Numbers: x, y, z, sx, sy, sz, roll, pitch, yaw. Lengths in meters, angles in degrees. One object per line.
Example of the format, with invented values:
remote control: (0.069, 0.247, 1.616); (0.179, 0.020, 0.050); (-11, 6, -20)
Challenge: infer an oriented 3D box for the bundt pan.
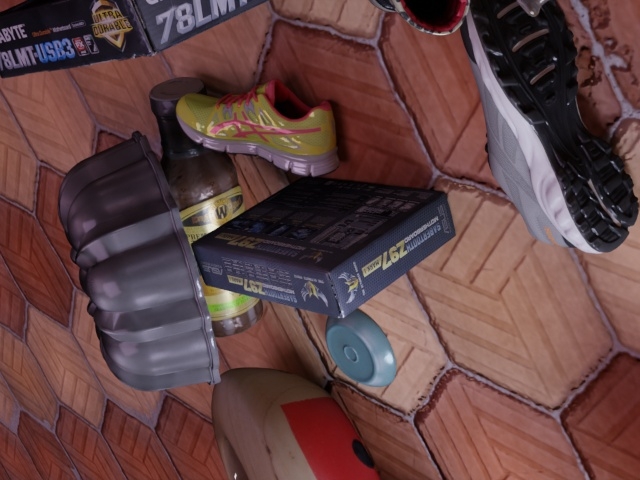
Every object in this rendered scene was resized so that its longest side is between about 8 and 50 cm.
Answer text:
bundt pan: (-0.233, 0.039, 1.332); (0.331, 0.124, 0.330); (163, 90, -77)

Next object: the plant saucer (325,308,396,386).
plant saucer: (0.045, 0.139, 1.377); (0.119, 0.021, 0.119); (31, 137, 33)

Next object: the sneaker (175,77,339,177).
sneaker: (-0.069, -0.145, 1.237); (0.209, 0.081, 0.094); (16, 123, 18)

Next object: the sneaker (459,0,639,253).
sneaker: (0.176, -0.109, 0.955); (0.108, 0.100, 0.271); (-4, 114, 58)

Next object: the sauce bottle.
sauce bottle: (-0.152, -0.038, 1.399); (0.111, 0.111, 0.344); (21, 133, 41)

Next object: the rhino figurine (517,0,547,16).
rhino figurine: (0.138, -0.305, 0.857); (0.106, 0.073, 0.243); (-35, 87, 27)

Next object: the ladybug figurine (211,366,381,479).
ladybug figurine: (-0.003, 0.361, 1.423); (0.305, 0.162, 0.449); (110, 138, -65)

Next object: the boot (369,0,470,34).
boot: (0.054, -0.288, 0.902); (0.178, 0.085, 0.236); (-114, 1, -65)

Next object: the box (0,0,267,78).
box: (-0.140, -0.250, 1.055); (0.293, 0.295, 0.073); (4, 122, 51)

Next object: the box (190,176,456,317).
box: (0.000, 0.000, 1.180); (0.233, 0.183, 0.059); (9, 123, 47)
